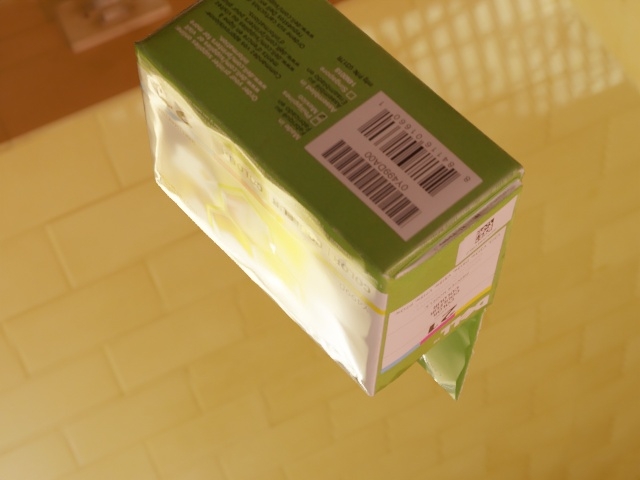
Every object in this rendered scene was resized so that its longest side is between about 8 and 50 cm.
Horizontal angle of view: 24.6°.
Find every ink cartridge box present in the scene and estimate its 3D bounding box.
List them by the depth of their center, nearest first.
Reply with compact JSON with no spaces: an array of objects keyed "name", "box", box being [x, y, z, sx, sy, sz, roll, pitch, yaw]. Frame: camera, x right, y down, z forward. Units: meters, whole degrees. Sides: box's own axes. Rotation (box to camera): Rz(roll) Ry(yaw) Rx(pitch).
[{"name":"ink cartridge box","box":[0.000,0.000,0.816,0.189,0.097,0.255,43,-24,22]}]
